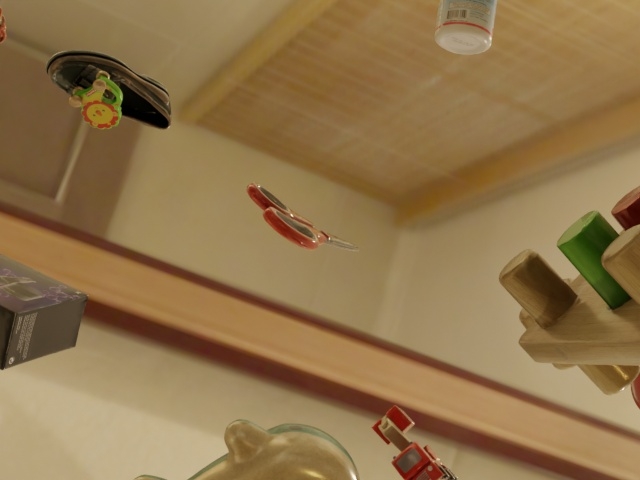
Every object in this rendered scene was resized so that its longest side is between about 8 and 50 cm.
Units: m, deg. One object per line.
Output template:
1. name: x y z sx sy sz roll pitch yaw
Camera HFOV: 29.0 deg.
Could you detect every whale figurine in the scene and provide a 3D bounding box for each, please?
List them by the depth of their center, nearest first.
1. whale figurine: -0.087 0.307 1.479 0.141 0.272 0.216 -93 176 -74

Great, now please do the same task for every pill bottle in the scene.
1. pill bottle: 0.226 -0.371 1.879 0.087 0.087 0.160 -21 -124 64

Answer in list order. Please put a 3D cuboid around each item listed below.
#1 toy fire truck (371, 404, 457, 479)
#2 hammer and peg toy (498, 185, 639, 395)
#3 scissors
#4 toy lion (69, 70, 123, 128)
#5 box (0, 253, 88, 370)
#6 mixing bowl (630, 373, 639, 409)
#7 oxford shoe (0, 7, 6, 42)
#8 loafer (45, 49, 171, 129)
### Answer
1. toy fire truck: 0.116 0.275 1.617 0.047 0.135 0.192 -42 162 1
2. hammer and peg toy: 0.258 -0.011 0.896 0.266 0.127 0.361 -44 -176 -11
3. scissors: 0.000 0.000 1.616 0.021 0.297 0.109 -48 -126 8
4. toy lion: -0.389 -0.242 2.193 0.100 0.096 0.034 -27 -144 31
5. box: -0.529 0.093 1.938 0.184 0.261 0.103 -11 121 -66
6. mixing bowl: 0.474 0.141 1.604 0.181 0.098 0.181 -24 -145 18
7. oxford shoe: -0.437 -0.311 1.548 0.348 0.130 0.123 -29 -152 57
8. loafer: -0.374 -0.272 2.256 0.096 0.267 0.084 -44 -127 27
